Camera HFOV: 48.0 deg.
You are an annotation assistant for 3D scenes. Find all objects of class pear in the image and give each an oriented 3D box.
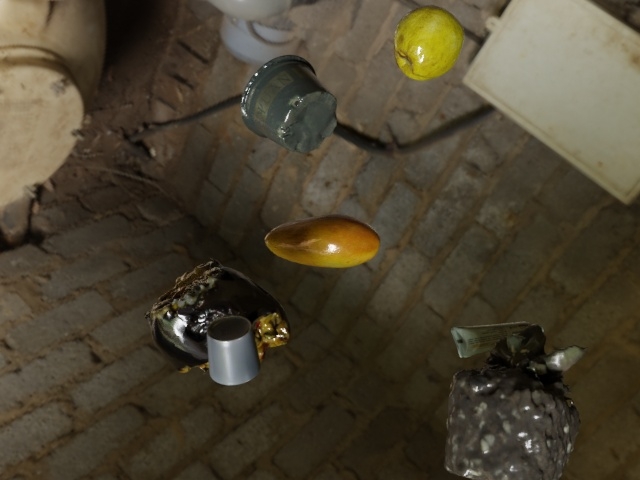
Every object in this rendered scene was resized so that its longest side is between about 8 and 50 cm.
[{"bbox_3d":[0.224,-0.416,1.519,0.162,0.149,0.149,-49,165,-30],"label":"pear"}]

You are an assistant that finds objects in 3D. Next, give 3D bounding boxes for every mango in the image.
[{"bbox_3d":[0.000,0.000,1.525,0.138,0.253,0.113,3,89,-73],"label":"mango"}]

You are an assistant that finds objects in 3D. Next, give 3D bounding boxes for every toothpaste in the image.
[{"bbox_3d":[0.387,0.205,1.556,0.255,0.067,0.037,-4,161,-31],"label":"toothpaste"}]

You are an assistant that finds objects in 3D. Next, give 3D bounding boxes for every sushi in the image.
[{"bbox_3d":[-0.179,0.146,1.263,0.213,0.204,0.200,-35,-165,-11],"label":"sushi"}]

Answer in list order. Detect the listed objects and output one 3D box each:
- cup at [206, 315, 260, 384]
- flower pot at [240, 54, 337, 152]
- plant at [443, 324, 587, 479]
[{"bbox_3d":[-0.136,0.157,1.084,0.078,0.100,0.077,-13,119,-17],"label":"cup"},{"bbox_3d":[-0.043,-0.223,1.222,0.157,0.107,0.157,-26,138,-26],"label":"flower pot"},{"bbox_3d":[0.355,0.297,1.309,0.213,0.215,0.312,30,75,-48],"label":"plant"}]
